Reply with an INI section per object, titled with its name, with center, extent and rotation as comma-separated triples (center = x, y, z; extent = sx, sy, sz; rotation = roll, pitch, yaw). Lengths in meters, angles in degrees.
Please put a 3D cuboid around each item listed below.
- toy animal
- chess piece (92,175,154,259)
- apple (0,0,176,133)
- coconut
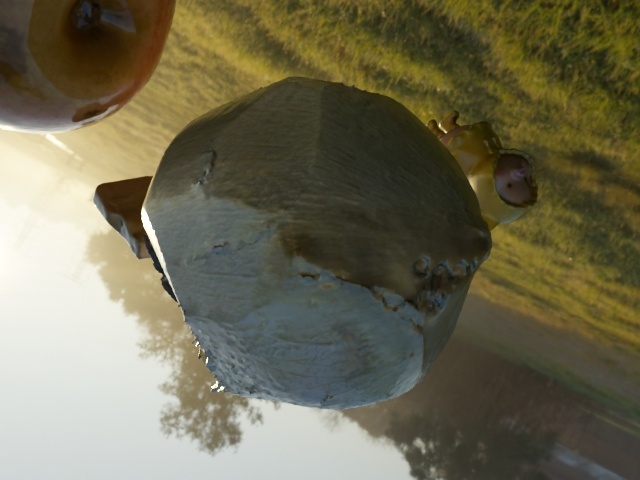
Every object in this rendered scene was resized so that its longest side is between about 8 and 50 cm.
[toy animal]
center = 0.276, -0.126, 1.071
extent = 0.230, 0.156, 0.156
rotation = 58, -179, 15
[chess piece]
center = -0.169, -0.055, 0.886
extent = 0.300, 0.138, 0.137
rotation = -13, -159, -39
[apple]
center = -0.340, -0.307, 0.704
extent = 0.363, 0.364, 0.364
rotation = 26, 173, 3
[coconut]
center = 0.000, 0.000, 0.651
extent = 0.360, 0.347, 0.346
rotation = -12, 149, 36
